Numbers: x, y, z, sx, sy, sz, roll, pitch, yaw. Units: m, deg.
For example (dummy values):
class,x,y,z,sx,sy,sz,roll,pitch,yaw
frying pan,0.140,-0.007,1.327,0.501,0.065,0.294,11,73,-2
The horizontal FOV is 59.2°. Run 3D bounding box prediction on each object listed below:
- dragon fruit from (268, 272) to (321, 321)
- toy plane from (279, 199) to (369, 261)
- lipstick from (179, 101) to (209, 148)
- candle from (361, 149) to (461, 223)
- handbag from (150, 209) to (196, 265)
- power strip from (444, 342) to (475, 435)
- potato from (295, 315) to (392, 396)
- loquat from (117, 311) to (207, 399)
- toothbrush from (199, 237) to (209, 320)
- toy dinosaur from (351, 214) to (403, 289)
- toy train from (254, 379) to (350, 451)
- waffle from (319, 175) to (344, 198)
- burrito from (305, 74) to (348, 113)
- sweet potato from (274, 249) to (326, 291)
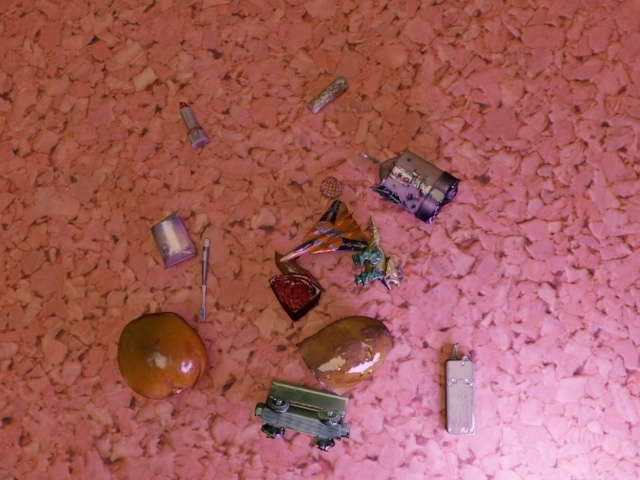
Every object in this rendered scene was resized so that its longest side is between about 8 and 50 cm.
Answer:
class,x,y,z,sx,sy,sz,roll,pitch,yaw
dragon fruit,-0.088,0.173,1.879,0.121,0.127,0.161,-39,77,-20
toy plane,-0.002,0.004,1.883,0.316,0.103,0.204,-29,78,-17
lipstick,-0.469,-0.427,2.026,0.063,0.057,0.186,-27,77,0
candle,0.283,-0.202,1.867,0.330,0.187,0.187,33,85,10
handbag,-0.512,-0.008,1.949,0.117,0.095,0.173,-24,88,-5
power strip,0.449,0.476,1.814,0.093,0.053,0.287,1,81,6
potato,0.098,0.345,1.788,0.266,0.229,0.229,-37,80,-2
loquat,-0.508,0.362,1.806,0.276,0.276,0.283,-26,77,0
toothbrush,-0.402,0.132,1.947,0.024,0.026,0.287,2,81,1
toy dinosaur,0.175,0.051,1.867,0.153,0.094,0.259,-20,95,-19
toy train,-0.049,0.544,1.768,0.301,0.202,0.120,11,101,6
waffle,0.039,-0.183,1.963,0.075,0.029,0.083,-41,83,-2
burrito,0.027,-0.520,2.010,0.171,0.042,0.051,-39,91,-1
sweet potato,-0.080,0.114,1.908,0.226,0.068,0.068,37,85,6
